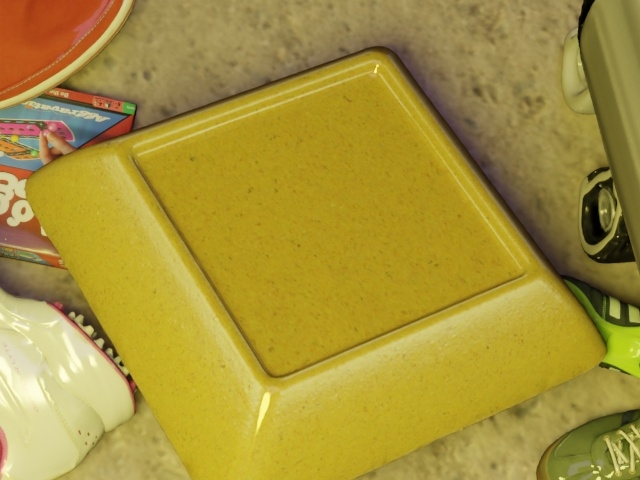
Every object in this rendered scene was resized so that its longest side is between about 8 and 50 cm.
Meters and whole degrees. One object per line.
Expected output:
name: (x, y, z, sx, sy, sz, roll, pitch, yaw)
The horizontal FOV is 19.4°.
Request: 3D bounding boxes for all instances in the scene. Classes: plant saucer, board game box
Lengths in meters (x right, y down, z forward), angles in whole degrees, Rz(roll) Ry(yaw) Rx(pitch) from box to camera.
plant saucer: (0.000, 0.000, 1.361, 0.333, 0.081, 0.333, -22, 61, -23)
board game box: (-0.296, -0.068, 1.454, 0.281, 0.027, 0.145, 11, 66, -3)

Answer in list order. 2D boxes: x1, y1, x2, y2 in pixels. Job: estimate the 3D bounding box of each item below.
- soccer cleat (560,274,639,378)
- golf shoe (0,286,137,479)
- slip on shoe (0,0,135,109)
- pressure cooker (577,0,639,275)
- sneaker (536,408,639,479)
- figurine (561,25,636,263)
soccer cleat: (0.228, 0.073, 1.431, 0.179, 0.072, 0.060, 24, 97, 38)
golf shoe: (-0.279, 0.058, 1.346, 0.306, 0.115, 0.140, 41, 77, 2)
slip on shoe: (-0.291, -0.159, 1.426, 0.331, 0.101, 0.123, -21, 68, -18)
pressure cooker: (0.390, -0.029, 1.264, 0.370, 0.375, 0.420, 0, 64, -22)
sneaker: (0.259, 0.144, 1.403, 0.192, 0.086, 0.064, -13, 69, -13)
figurine: (0.312, -0.082, 1.519, 0.209, 0.092, 0.215, 3, 66, -16)
